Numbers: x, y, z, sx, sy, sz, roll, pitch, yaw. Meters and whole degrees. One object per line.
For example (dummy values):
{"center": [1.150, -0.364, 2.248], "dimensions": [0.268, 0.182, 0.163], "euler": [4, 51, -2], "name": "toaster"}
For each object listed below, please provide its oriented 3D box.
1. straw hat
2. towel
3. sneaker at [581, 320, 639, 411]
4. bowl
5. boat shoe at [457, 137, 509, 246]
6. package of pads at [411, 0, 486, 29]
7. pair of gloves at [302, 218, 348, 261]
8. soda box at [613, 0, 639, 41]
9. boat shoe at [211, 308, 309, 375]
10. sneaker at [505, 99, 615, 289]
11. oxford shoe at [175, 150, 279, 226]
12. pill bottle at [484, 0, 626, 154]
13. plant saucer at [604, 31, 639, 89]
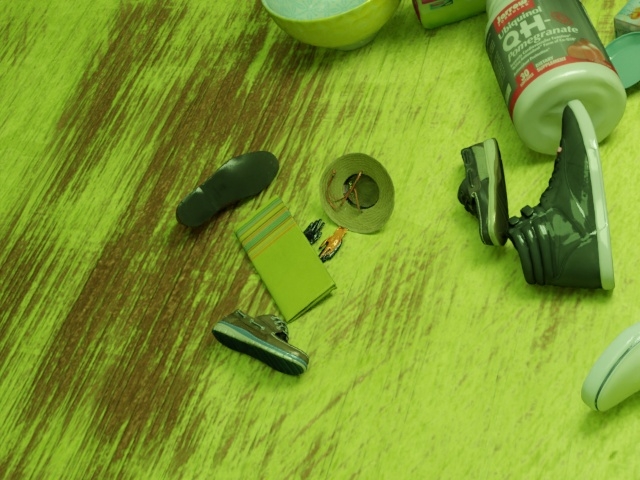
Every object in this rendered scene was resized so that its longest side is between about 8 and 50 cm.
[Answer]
{"center": [0.074, -0.084, 1.594], "dimensions": [0.144, 0.144, 0.061], "euler": [13, 18, 30], "name": "straw hat"}
{"center": [-0.061, 0.027, 1.585], "dimensions": [0.102, 0.021, 0.237], "euler": [-39, 48, 7], "name": "towel"}
{"center": [0.454, 0.144, 1.235], "dimensions": [0.258, 0.094, 0.091], "euler": [-34, 44, -9], "name": "sneaker"}
{"center": [0.044, -0.462, 1.857], "dimensions": [0.290, 0.156, 0.289], "euler": [-12, 49, 14], "name": "bowl"}
{"center": [0.252, -0.072, 1.511], "dimensions": [0.073, 0.080, 0.223], "euler": [-12, 44, 20], "name": "boat shoe"}
{"center": [0.303, -0.493, 1.737], "dimensions": [0.297, 0.229, 0.101], "euler": [-18, 83, 9], "name": "package of pads"}
{"center": [0.000, 0.000, 1.594], "dimensions": [0.083, 0.010, 0.074], "euler": [20, 64, 37], "name": "pair of gloves"}
{"center": [0.583, -0.410, 1.660], "dimensions": [0.183, 0.063, 0.058], "euler": [-45, 50, -17], "name": "soda box"}
{"center": [-0.084, 0.146, 1.470], "dimensions": [0.183, 0.066, 0.066], "euler": [20, 61, 33], "name": "boat shoe"}
{"center": [0.340, -0.066, 1.409], "dimensions": [0.147, 0.104, 0.295], "euler": [-7, 71, 16], "name": "sneaker"}
{"center": [-0.170, -0.095, 1.707], "dimensions": [0.212, 0.076, 0.076], "euler": [-32, 7, -18], "name": "oxford shoe"}
{"center": [0.371, -0.307, 1.585], "dimensions": [0.176, 0.176, 0.318], "euler": [-17, 48, 9], "name": "pill bottle"}
{"center": [0.509, -0.292, 1.600], "dimensions": [0.119, 0.021, 0.119], "euler": [-29, 43, 31], "name": "plant saucer"}
